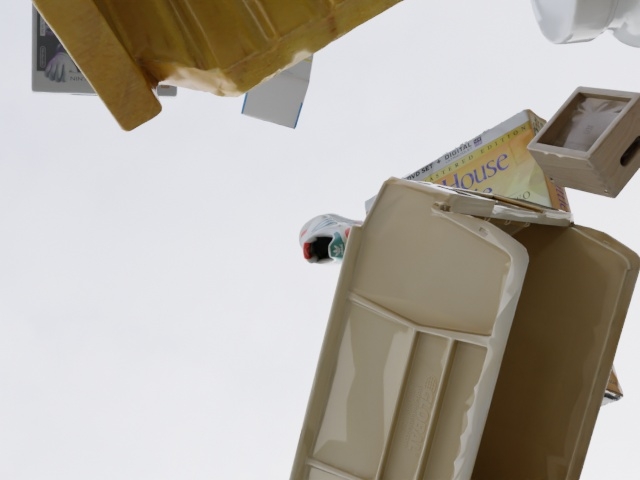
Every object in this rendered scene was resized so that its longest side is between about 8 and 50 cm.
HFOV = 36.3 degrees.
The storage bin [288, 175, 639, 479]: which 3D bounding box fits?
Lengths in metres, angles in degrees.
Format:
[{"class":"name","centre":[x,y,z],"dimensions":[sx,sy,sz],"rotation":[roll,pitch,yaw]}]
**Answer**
[{"class":"storage bin","centre":[0.114,0.100,0.705],"dimensions":[0.262,0.123,0.260],"rotation":[3,-77,-58]}]

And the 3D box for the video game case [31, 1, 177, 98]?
[{"class":"video game case","centre":[-0.259,-0.270,1.179],"dimensions":[0.173,0.022,0.190],"rotation":[1,-89,-10]}]

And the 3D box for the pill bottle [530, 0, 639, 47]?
[{"class":"pill bottle","centre":[0.337,-0.257,0.869],"dimensions":[0.278,0.162,0.162],"rotation":[-8,-93,-5]}]

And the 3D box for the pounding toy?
[{"class":"pounding toy","centre":[0.361,-0.122,1.199],"dimensions":[0.141,0.130,0.100],"rotation":[-49,-60,-11]}]

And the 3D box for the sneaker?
[{"class":"sneaker","centre":[0.000,0.000,1.229],"dimensions":[0.075,0.161,0.057],"rotation":[-11,-80,-30]}]

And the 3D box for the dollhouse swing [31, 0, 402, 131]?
[{"class":"dollhouse swing","centre":[-0.065,-0.319,0.527],"dimensions":[0.347,0.305,0.315],"rotation":[-30,-124,1]}]

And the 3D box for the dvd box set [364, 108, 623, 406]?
[{"class":"dvd box set","centre":[0.214,0.064,1.332],"dimensions":[0.062,0.308,0.420],"rotation":[25,-132,-42]}]

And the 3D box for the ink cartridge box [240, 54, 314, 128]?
[{"class":"ink cartridge box","centre":[-0.063,-0.258,1.514],"dimensions":[0.090,0.092,0.143],"rotation":[14,-141,-6]}]
